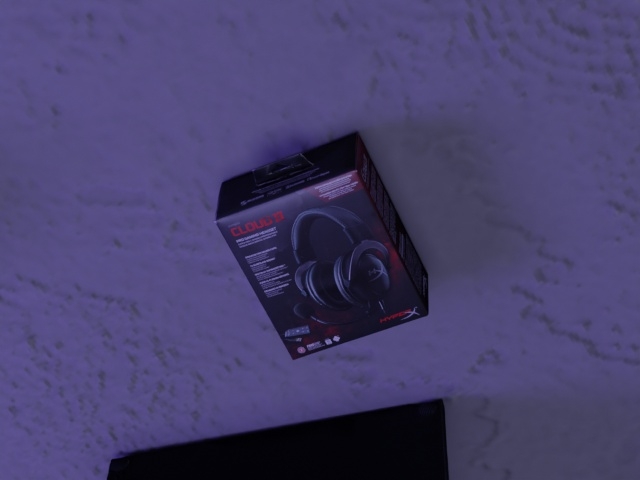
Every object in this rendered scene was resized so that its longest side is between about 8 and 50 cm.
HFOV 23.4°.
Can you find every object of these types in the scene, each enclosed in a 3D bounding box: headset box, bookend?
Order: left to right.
[{"bbox_3d":[-0.003,0.166,0.702,0.157,0.072,0.156,-12,122,10],"label":"bookend"},{"bbox_3d":[0.000,0.000,0.621,0.062,0.032,0.083,-19,121,14],"label":"headset box"}]
